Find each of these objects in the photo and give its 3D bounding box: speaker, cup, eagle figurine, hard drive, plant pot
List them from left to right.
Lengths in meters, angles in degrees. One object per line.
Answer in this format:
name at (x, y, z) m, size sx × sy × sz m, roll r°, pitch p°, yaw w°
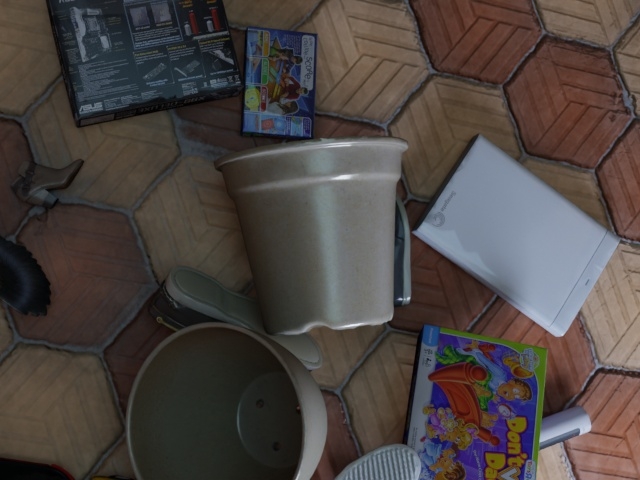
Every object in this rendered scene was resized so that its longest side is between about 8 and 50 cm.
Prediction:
eagle figurine at (-0.623, 0.036, 1.741) m, size 0.226 × 0.225 × 0.298 m, roll -10°, pitch 123°, yaw 25°
cup at (-0.117, 0.303, 1.736) m, size 0.331 × 0.237 × 0.331 m, roll -3°, pitch 83°, yaw 27°
plant pot at (0.000, 0.000, 1.794) m, size 0.334 × 0.334 × 0.305 m, roll -6°, pitch 88°, yaw -13°
hard drive at (0.380, -0.010, 2.023) m, size 0.353 × 0.047 × 0.233 m, roll 35°, pitch 78°, yaw -7°
speaker at (0.443, 0.359, 1.995) m, size 0.136 × 0.055 × 0.055 m, roll -17°, pitch 88°, yaw -15°

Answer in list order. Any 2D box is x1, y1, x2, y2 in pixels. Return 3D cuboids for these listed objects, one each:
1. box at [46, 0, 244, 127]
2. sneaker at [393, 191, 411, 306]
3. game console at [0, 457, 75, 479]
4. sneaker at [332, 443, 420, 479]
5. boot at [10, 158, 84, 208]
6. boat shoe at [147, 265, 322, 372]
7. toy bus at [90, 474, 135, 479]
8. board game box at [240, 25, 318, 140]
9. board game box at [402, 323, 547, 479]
box at (-0.315, -0.354, 1.885) m, size 0.307 × 0.076 × 0.242 m, roll -14°, pitch 87°, yaw -14°
sneaker at (0.099, 0.015, 1.937) m, size 0.118 × 0.083 × 0.222 m, roll -4°, pitch 86°, yaw -13°
game console at (-0.582, 0.534, 1.692) m, size 0.342 × 0.060 × 0.386 m, roll 9°, pitch 63°, yaw -7°
sneaker at (0.051, 0.442, 1.811) m, size 0.282 × 0.161 × 0.102 m, roll -39°, pitch 86°, yaw 2°
boot at (-0.483, -0.115, 1.841) m, size 0.087 × 0.042 × 0.118 m, roll 32°, pitch 71°, yaw 0°
boat shoe at (-0.148, 0.160, 1.858) m, size 0.324 × 0.116 × 0.097 m, roll 29°, pitch 119°, yaw -21°
toy bus at (-0.234, 0.479, 1.787) m, size 0.333 × 0.130 × 0.108 m, roll 12°, pitch 82°, yaw -12°
board game box at (-0.076, -0.290, 1.954) m, size 0.136 × 0.035 × 0.201 m, roll 4°, pitch 83°, yaw -12°
board game box at (0.269, 0.342, 1.877) m, size 0.233 × 0.078 × 0.347 m, roll 11°, pitch 65°, yaw 0°
